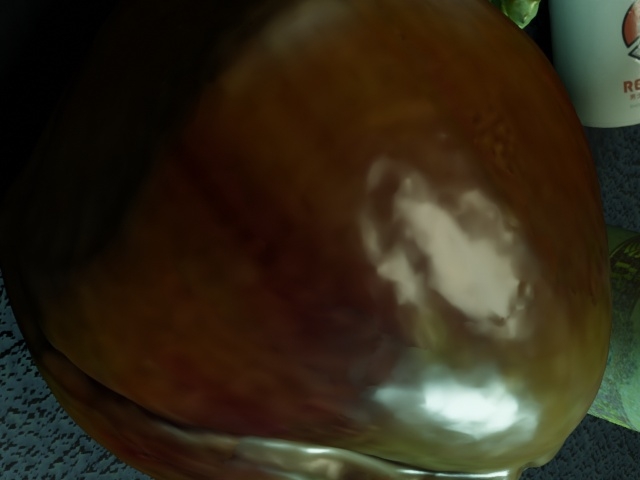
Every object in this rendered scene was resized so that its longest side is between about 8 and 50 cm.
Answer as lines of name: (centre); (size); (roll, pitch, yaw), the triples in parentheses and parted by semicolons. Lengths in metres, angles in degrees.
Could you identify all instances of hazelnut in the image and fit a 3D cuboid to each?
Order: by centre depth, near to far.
hazelnut: (0.000, 0.000, 0.972); (0.315, 0.372, 0.372); (-44, 132, -34)

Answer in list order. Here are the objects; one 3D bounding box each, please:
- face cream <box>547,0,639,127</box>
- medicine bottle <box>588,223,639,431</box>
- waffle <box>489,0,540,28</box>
face cream: (0.224, -0.204, 1.333); (0.096, 0.096, 0.214); (-31, 124, -37)
medicine bottle: (0.281, 0.081, 1.322); (0.151, 0.322, 0.151); (-18, 116, -43)
waffle: (0.132, -0.258, 1.186); (0.204, 0.054, 0.223); (-68, 161, -74)
